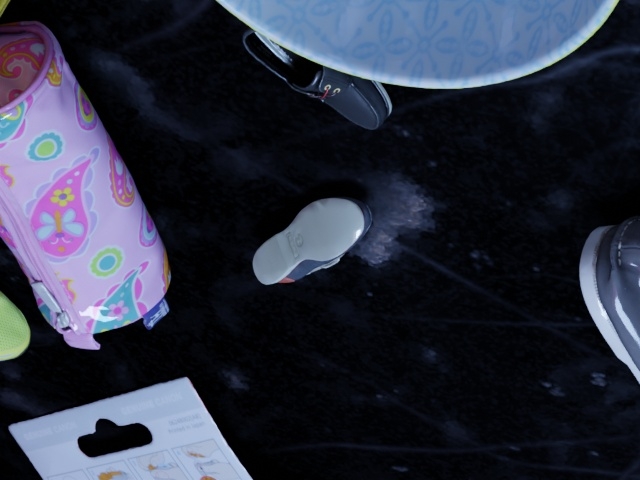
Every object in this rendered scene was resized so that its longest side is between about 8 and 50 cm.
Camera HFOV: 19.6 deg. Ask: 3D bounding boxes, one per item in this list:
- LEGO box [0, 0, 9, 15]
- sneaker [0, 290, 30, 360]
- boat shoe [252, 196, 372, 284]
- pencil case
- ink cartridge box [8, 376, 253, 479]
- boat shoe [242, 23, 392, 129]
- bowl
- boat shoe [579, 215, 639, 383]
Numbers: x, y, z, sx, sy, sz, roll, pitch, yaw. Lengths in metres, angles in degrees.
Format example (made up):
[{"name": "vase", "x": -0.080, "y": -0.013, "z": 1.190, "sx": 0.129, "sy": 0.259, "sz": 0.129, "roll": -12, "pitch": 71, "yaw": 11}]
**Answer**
[{"name": "LEGO box", "x": -0.452, "y": -0.214, "z": 1.163, "sx": 0.500, "sy": 0.372, "sz": 0.193, "roll": 35, "pitch": 144, "yaw": -15}, {"name": "sneaker", "x": -0.334, "y": 0.034, "z": 1.673, "sx": 0.094, "sy": 0.081, "sz": 0.208, "roll": -21, "pitch": 126, "yaw": 42}, {"name": "boat shoe", "x": 0.000, "y": 0.000, "z": 1.477, "sx": 0.043, "sy": 0.049, "sz": 0.137, "roll": -6, "pitch": 162, "yaw": -40}, {"name": "pencil case", "x": -0.215, "y": -0.040, "z": 1.477, "sx": 0.124, "sy": 0.124, "sz": 0.284, "roll": 5, "pitch": 140, "yaw": 24}, {"name": "ink cartridge box", "x": -0.109, "y": 0.296, "z": 1.919, "sx": 0.308, "sy": 0.091, "sz": 0.385, "roll": -18, "pitch": 111, "yaw": 44}, {"name": "boat shoe", "x": -0.004, "y": -0.120, "z": 1.324, "sx": 0.133, "sy": 0.042, "sz": 0.049, "roll": 40, "pitch": 139, "yaw": -25}, {"name": "bowl", "x": 0.051, "y": -0.240, "z": 1.035, "sx": 0.289, "sy": 0.156, "sz": 0.289, "roll": 15, "pitch": 145, "yaw": 11}, {"name": "boat shoe", "x": 0.311, "y": 0.113, "z": 1.392, "sx": 0.095, "sy": 0.112, "sz": 0.335, "roll": -8, "pitch": 131, "yaw": 43}]
